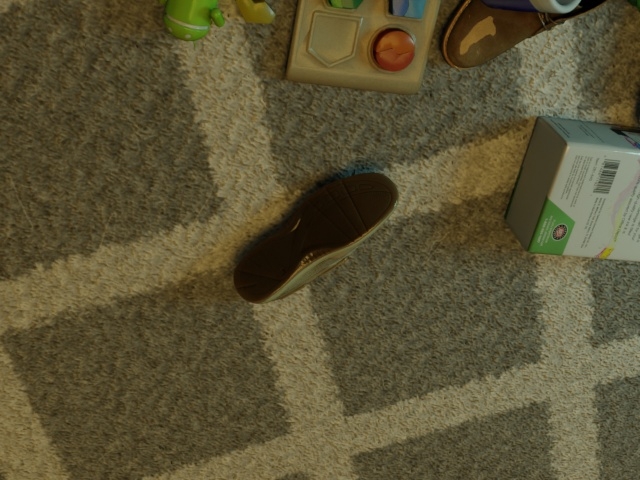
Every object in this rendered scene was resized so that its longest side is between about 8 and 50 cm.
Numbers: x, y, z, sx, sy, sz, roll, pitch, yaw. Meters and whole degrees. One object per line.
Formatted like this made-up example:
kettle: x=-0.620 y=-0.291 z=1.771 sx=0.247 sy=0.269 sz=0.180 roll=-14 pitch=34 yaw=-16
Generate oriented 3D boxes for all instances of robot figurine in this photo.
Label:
robot figurine: x=-0.176 y=-0.326 z=1.341 sx=0.101 sy=0.067 sz=0.115 roll=23 pitch=116 yaw=5

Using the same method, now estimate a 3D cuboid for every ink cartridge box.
ink cartridge box: x=0.476 y=-0.080 z=1.619 sx=0.278 sy=0.117 sz=0.201 roll=5 pitch=119 yaw=-16

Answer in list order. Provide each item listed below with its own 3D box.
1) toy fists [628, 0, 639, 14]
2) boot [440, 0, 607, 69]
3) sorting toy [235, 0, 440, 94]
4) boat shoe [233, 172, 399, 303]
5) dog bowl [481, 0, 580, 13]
toy fists: x=0.492 y=-0.451 z=1.391 sx=0.096 sy=0.142 sz=0.279 roll=7 pitch=122 yaw=16
boot: x=0.314 y=-0.346 z=1.424 sx=0.305 sy=0.115 sz=0.112 roll=-35 pitch=125 yaw=10
sorting toy: x=0.024 y=-0.325 z=1.406 sx=0.307 sy=0.041 sz=0.229 roll=4 pitch=119 yaw=-16
boat shoe: x=0.000 y=0.000 z=1.572 sx=0.302 sy=0.109 sz=0.098 roll=-38 pitch=161 yaw=9
dog bowl: x=0.283 y=-0.433 z=1.277 sx=0.104 sy=0.265 sz=0.264 roll=11 pitch=128 yaw=30
